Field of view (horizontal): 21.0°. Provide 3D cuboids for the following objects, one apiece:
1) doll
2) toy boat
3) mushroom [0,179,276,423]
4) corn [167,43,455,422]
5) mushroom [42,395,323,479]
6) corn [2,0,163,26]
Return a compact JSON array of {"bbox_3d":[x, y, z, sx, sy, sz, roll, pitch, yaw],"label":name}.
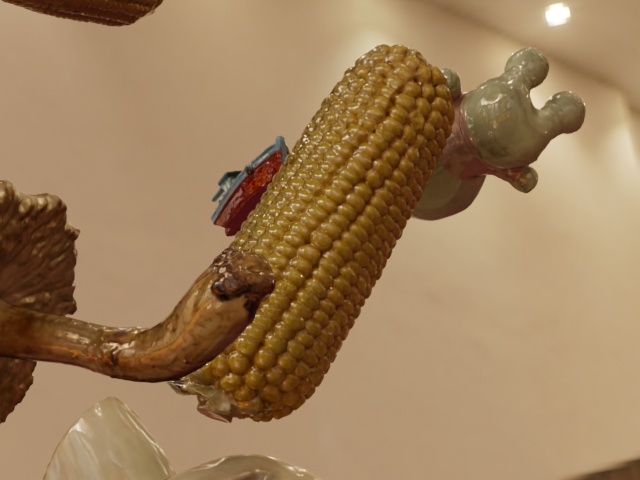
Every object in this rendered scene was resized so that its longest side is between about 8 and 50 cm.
[{"bbox_3d":[0.127,-0.097,1.743,0.275,0.113,0.155,-23,-67,30],"label":"doll"},{"bbox_3d":[-0.083,-0.070,2.135,0.069,0.059,0.173,-7,-25,-35],"label":"toy boat"},{"bbox_3d":[-0.212,0.079,1.287,0.208,0.233,0.301,6,6,-38],"label":"mushroom"},{"bbox_3d":[0.000,0.000,1.599,0.144,0.387,0.144,32,-12,8],"label":"corn"},{"bbox_3d":[-0.140,0.338,1.566,0.353,0.325,0.353,25,-30,15],"label":"mushroom"},{"bbox_3d":[-0.256,-0.277,1.810,0.097,0.097,0.261,-22,-12,31],"label":"corn"}]
